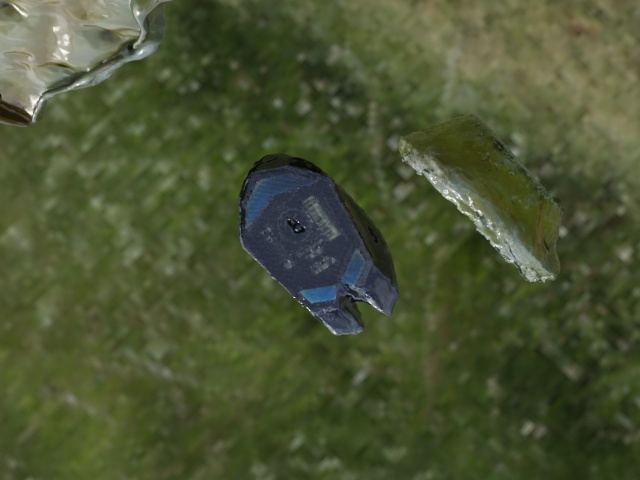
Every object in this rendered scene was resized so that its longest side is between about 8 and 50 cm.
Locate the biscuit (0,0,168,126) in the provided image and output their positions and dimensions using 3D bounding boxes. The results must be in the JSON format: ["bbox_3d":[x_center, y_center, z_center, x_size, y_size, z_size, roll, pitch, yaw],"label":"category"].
[{"bbox_3d":[-0.211,-0.209,1.564,0.335,0.078,0.329,-10,150,17],"label":"biscuit"}]

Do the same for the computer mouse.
[{"bbox_3d":[0.000,0.000,1.311,0.135,0.079,0.047,54,-158,-1],"label":"computer mouse"}]

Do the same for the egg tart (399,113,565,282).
[{"bbox_3d":[0.154,-0.043,1.754,0.197,0.078,0.197,44,-175,-5],"label":"egg tart"}]
